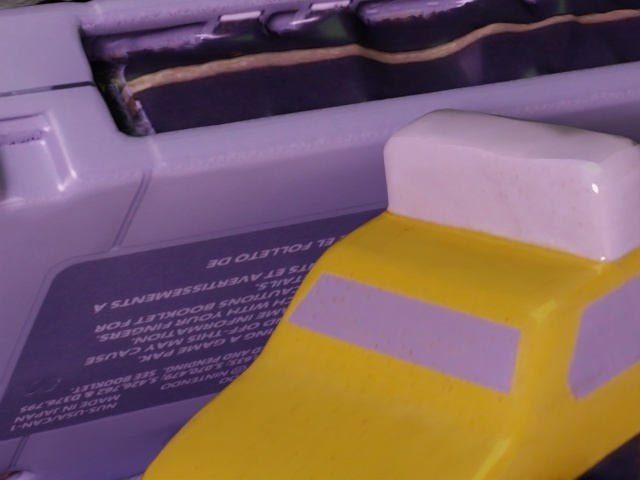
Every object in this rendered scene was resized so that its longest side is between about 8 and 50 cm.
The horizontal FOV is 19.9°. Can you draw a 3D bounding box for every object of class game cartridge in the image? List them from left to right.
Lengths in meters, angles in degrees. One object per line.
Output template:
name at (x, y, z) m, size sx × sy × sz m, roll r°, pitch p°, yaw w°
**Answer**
game cartridge at (0.000, 0.000, 0.508) m, size 0.294 × 0.196 × 0.060 m, roll -10°, pitch 60°, yaw -28°

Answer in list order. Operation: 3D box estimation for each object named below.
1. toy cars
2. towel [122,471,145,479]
toy cars at (0.148, -0.001, 0.393) m, size 0.393 × 0.087 × 0.176 m, roll -10°, pitch 25°, yaw 2°
towel at (0.127, 0.122, 0.347) m, size 0.374 × 0.090 × 0.320 m, roll -12°, pitch 25°, yaw -2°
